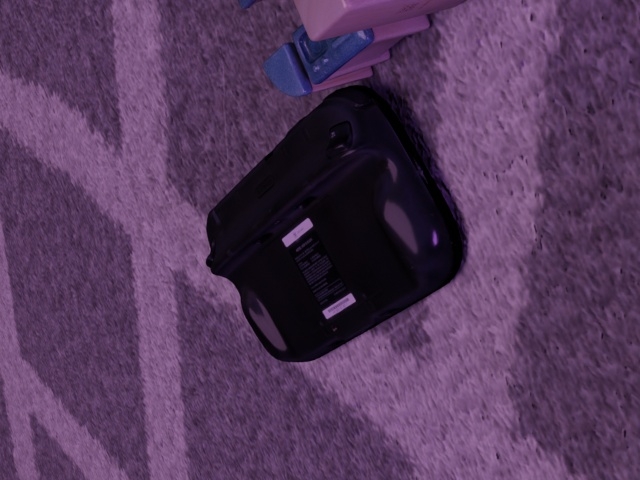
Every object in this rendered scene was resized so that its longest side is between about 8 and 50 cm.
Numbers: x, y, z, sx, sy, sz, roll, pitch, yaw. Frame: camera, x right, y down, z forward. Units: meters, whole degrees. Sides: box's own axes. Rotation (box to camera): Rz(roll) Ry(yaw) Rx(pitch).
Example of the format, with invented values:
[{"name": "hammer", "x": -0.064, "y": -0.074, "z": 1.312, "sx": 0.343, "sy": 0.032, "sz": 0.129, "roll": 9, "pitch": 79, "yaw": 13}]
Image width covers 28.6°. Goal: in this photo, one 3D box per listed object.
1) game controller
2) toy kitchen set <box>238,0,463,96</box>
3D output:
[{"name": "game controller", "x": 0.000, "y": 0.000, "z": 1.027, "sx": 0.166, "sy": 0.067, "sz": 0.319, "roll": 54, "pitch": 148, "yaw": 0}, {"name": "toy kitchen set", "x": -0.011, "y": -0.199, "z": 0.856, "sx": 0.207, "sy": 0.122, "sz": 0.166, "roll": -31, "pitch": 80, "yaw": 58}]
